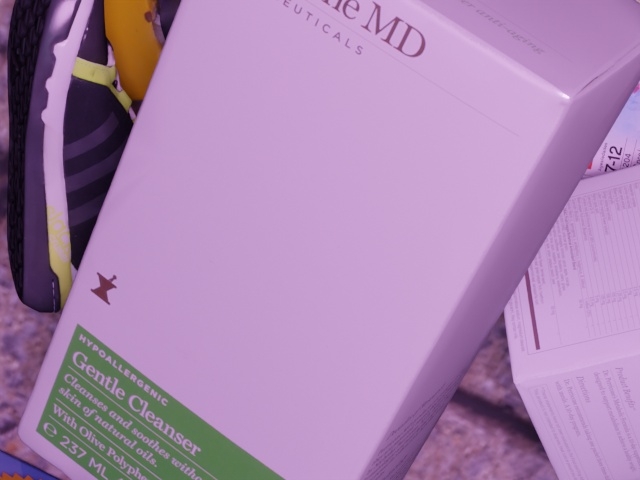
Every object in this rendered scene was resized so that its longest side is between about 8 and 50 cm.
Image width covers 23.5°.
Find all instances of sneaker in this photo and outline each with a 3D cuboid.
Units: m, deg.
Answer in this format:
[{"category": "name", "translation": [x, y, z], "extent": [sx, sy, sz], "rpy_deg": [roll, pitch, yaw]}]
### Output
[{"category": "sneaker", "translation": [-0.128, -0.060, 0.890], "extent": [0.097, 0.084, 0.235], "rpy_deg": [-4, 127, -20]}]

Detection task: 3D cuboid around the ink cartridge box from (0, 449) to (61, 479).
[{"category": "ink cartridge box", "translation": [-0.206, 0.275, 0.979], "extent": [0.395, 0.270, 0.151], "rpy_deg": [26, 109, -4]}]

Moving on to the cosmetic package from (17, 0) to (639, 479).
[{"category": "cosmetic package", "translation": [0.000, 0.000, 0.814], "extent": [0.197, 0.155, 0.366], "rpy_deg": [34, 125, 14]}]

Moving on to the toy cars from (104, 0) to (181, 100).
[{"category": "toy cars", "translation": [-0.044, -0.117, 0.919], "extent": [0.393, 0.087, 0.176], "rpy_deg": [38, 122, -12]}]

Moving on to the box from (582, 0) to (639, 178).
[{"category": "box", "translation": [0.206, -0.132, 0.908], "extent": [0.114, 0.036, 0.207], "rpy_deg": [10, 111, 3]}]

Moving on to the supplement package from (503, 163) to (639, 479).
[{"category": "supplement package", "translation": [0.237, 0.037, 0.885], "extent": [0.244, 0.139, 0.134], "rpy_deg": [-14, 138, 14]}]
